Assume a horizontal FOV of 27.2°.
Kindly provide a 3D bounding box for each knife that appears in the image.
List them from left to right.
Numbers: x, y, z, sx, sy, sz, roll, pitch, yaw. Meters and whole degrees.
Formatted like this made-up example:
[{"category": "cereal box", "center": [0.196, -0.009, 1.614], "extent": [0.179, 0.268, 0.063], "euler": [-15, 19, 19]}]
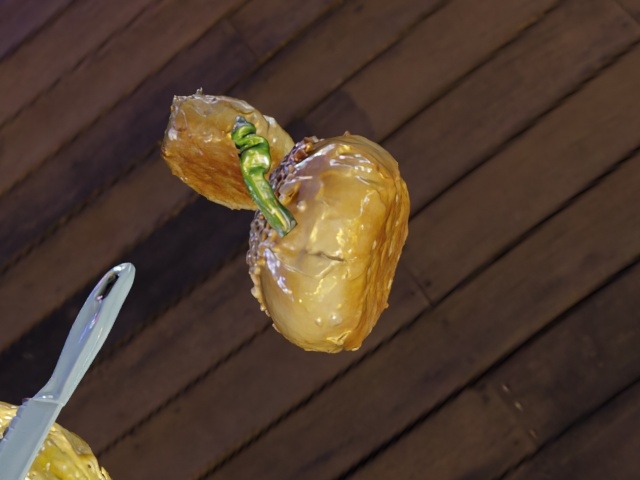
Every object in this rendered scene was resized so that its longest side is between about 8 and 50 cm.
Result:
[{"category": "knife", "center": [-0.227, 0.137, 1.068], "extent": [0.044, 0.019, 0.313], "euler": [6, 52, 24]}]

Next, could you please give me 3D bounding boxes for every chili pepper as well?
[{"category": "chili pepper", "center": [-0.038, -0.040, 0.826], "extent": [0.022, 0.027, 0.083], "euler": [-27, 86, 57]}]

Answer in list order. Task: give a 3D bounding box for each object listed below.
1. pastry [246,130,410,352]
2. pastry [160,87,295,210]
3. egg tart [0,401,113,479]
[{"category": "pastry", "center": [0.000, 0.000, 1.714], "extent": [0.184, 0.316, 0.284], "euler": [14, 86, 13]}, {"category": "pastry", "center": [-0.148, -0.153, 2.217], "extent": [0.236, 0.257, 0.120], "euler": [22, 63, -4]}, {"category": "egg tart", "center": [-0.378, 0.357, 1.490], "extent": [0.345, 0.345, 0.132], "euler": [-56, 24, -8]}]
